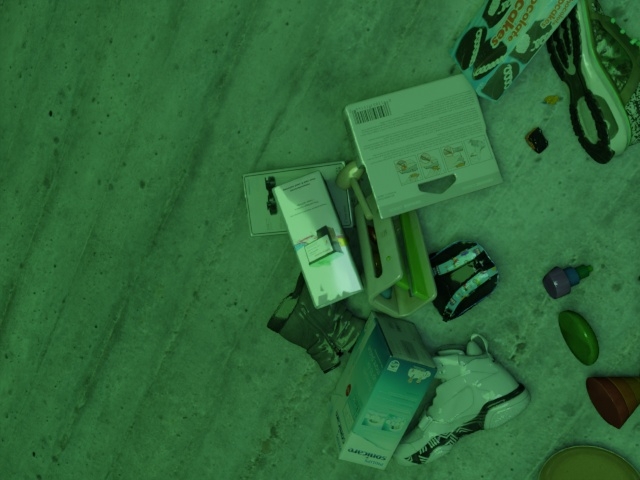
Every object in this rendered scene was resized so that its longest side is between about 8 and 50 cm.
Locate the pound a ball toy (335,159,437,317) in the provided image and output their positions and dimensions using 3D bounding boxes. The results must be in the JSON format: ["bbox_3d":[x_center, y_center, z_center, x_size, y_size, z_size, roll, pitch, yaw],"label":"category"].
[{"bbox_3d":[0.122,-0.003,1.509,0.136,0.208,0.319,-39,40,30],"label":"pound a ball toy"}]

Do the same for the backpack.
[{"bbox_3d":[0.322,0.078,1.533,0.173,0.117,0.158,-38,81,25],"label":"backpack"}]

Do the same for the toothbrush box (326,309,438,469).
[{"bbox_3d":[0.137,0.352,1.591,0.126,0.216,0.295,18,110,-14],"label":"toothbrush box"}]

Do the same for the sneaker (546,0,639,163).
[{"bbox_3d":[0.589,-0.369,1.362,0.182,0.158,0.410,-14,90,-5],"label":"sneaker"}]

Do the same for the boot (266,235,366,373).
[{"bbox_3d":[0.037,0.155,1.694,0.223,0.118,0.338,35,112,6],"label":"boot"}]

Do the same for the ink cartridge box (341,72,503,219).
[{"bbox_3d":[0.224,-0.207,1.480,0.297,0.066,0.261,-17,89,-8],"label":"ink cartridge box"}]

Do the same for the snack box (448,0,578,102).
[{"bbox_3d":[0.405,-0.463,1.360,0.322,0.060,0.187,-54,34,31],"label":"snack box"}]

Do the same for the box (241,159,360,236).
[{"bbox_3d":[-0.046,-0.105,1.689,0.290,0.087,0.169,-6,96,25],"label":"box"}]

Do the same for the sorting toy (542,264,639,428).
[{"bbox_3d":[0.613,0.214,1.450,0.126,0.127,0.365,-22,85,-4],"label":"sorting toy"}]

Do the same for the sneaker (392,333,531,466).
[{"bbox_3d":[0.290,0.377,1.588,0.366,0.137,0.210,-34,83,20],"label":"sneaker"}]

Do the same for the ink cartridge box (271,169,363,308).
[{"bbox_3d":[0.000,0.000,1.509,0.117,0.201,0.278,-20,88,3],"label":"ink cartridge box"}]

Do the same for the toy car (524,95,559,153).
[{"bbox_3d":[0.487,-0.254,1.464,0.122,0.060,0.040,-59,28,3],"label":"toy car"}]

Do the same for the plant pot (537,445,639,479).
[{"bbox_3d":[0.617,0.574,1.523,0.237,0.032,0.236,3,99,24],"label":"plant pot"}]
